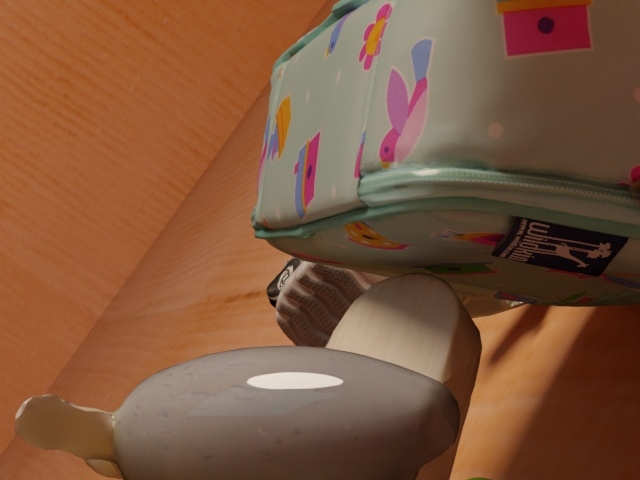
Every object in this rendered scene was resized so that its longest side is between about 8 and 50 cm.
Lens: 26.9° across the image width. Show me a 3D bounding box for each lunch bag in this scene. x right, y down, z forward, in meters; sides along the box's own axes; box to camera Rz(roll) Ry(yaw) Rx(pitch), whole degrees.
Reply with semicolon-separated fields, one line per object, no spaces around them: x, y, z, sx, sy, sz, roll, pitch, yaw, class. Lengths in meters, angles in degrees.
0.101;-0.030;0.572;0.279;0.224;0.108;173;108;-73;lunch bag

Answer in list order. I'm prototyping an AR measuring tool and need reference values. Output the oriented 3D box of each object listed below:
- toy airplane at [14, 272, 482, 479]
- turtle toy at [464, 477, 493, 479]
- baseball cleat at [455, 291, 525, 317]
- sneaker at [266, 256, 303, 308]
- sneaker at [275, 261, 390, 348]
-0.062;0.196;0.396;0.384;0.272;0.386;-51;12;7;toy airplane
0.045;0.145;0.607;0.066;0.095;0.130;-35;-1;-39;turtle toy
0.144;-0.036;0.792;0.206;0.072;0.109;-40;12;9;baseball cleat
0.000;0.000;1.166;0.132;0.086;0.229;-51;13;21;sneaker
0.073;-0.032;0.937;0.281;0.105;0.115;-40;10;35;sneaker
